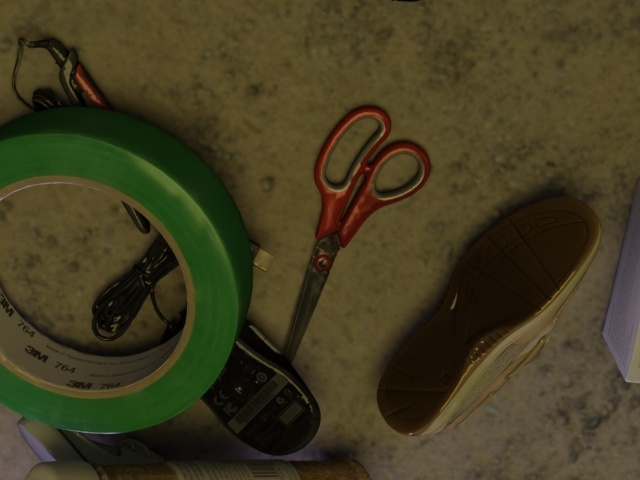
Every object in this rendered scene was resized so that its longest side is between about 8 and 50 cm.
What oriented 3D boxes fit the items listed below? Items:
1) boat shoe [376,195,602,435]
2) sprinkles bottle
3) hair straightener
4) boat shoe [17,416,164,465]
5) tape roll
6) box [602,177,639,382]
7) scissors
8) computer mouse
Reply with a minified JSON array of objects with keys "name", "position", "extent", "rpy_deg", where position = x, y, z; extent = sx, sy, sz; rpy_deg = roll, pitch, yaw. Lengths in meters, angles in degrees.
[{"name":"boat shoe","position":[0.183,0.081,1.704],"extent":[0.302,0.109,0.098],"rpy_deg":[-52,146,16]},{"name":"sprinkles bottle","position":[-0.118,0.279,1.680],"extent":[0.355,0.121,0.121],"rpy_deg":[3,114,-30]},{"name":"hair straightener","position":[-0.230,-0.098,1.624],"extent":[0.089,0.047,0.230],"rpy_deg":[-32,111,10]},{"name":"boat shoe","position":[-0.200,0.253,1.750],"extent":[0.267,0.096,0.088],"rpy_deg":[45,72,-17]},{"name":"tape roll","position":[-0.228,0.032,1.625],"extent":[0.321,0.077,0.321],"rpy_deg":[5,115,10]},{"name":"box","position":[0.396,0.048,1.683],"extent":[0.181,0.119,0.182],"rpy_deg":[6,111,-6]},{"name":"scissors","position":[0.000,0.000,1.697],"extent":[0.109,0.021,0.297],"rpy_deg":[30,109,-17]},{"name":"computer mouse","position":[-0.085,0.087,1.706],"extent":[0.262,0.060,0.184],"rpy_deg":[36,110,-4]}]
